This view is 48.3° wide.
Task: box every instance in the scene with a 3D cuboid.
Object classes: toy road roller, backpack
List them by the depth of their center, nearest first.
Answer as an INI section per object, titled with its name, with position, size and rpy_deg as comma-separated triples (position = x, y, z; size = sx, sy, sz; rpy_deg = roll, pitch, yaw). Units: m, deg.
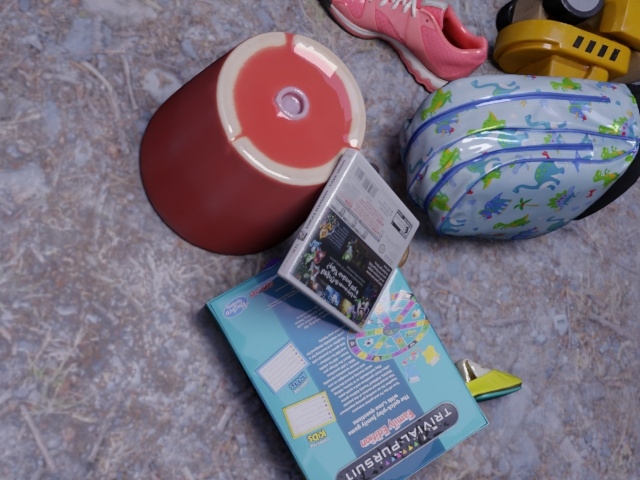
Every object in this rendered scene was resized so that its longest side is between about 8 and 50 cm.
[backpack]
position = 0.298, -0.128, 1.103
size = 0.355, 0.290, 0.274
rpy_deg = 16, 60, -14
[toy road roller]
position = 0.467, -0.314, 1.273
size = 0.329, 0.202, 0.241
rpy_deg = 14, 85, -17

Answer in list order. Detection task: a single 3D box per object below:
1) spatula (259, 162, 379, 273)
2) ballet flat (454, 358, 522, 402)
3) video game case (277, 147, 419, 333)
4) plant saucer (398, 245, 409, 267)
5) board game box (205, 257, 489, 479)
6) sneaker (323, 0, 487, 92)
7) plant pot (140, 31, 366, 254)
[spatula]
position = 0.000, 0.000, 1.056
size = 0.084, 0.030, 0.296
rpy_deg = 40, 77, -11
[ballet flat]
position = 0.211, 0.225, 1.097
size = 0.230, 0.077, 0.077
rpy_deg = -13, 75, -25
[video game case]
position = 0.042, 0.007, 0.886
size = 0.190, 0.022, 0.173
rpy_deg = 42, 73, -50
[plant saucer]
position = 0.108, 0.006, 1.128
size = 0.083, 0.015, 0.084
rpy_deg = 6, 76, -24
[board game box]
position = 0.034, 0.169, 0.980
size = 0.253, 0.079, 0.336
rpy_deg = -29, 89, -13
[sneaker]
position = 0.145, -0.374, 1.163
size = 0.313, 0.136, 0.116
rpy_deg = 33, 66, -15
[plant pot]
position = -0.079, -0.135, 0.945
size = 0.274, 0.243, 0.275
rpy_deg = 6, 75, -24
